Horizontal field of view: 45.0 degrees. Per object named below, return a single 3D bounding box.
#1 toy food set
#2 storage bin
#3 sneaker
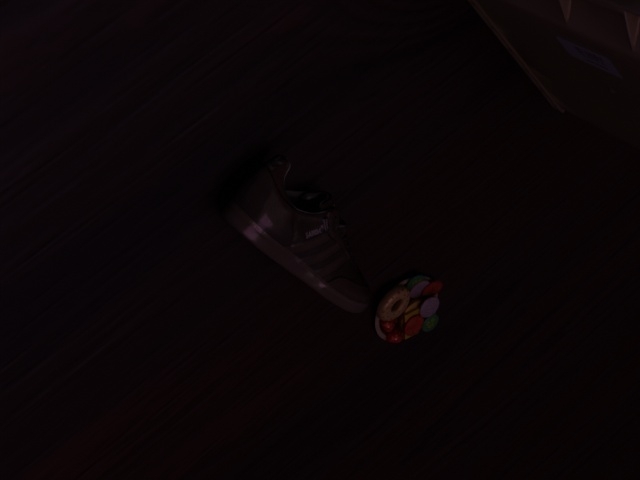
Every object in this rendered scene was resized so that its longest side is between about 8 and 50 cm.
[{"bbox_3d":[0.092,0.071,0.800,0.082,0.020,0.083,-24,130,-22],"label":"toy food set"},{"bbox_3d":[0.264,-0.162,0.601,0.123,0.262,0.260,-51,135,7],"label":"storage bin"},{"bbox_3d":[0.000,0.000,0.651,0.071,0.066,0.188,-51,136,2],"label":"sneaker"}]
